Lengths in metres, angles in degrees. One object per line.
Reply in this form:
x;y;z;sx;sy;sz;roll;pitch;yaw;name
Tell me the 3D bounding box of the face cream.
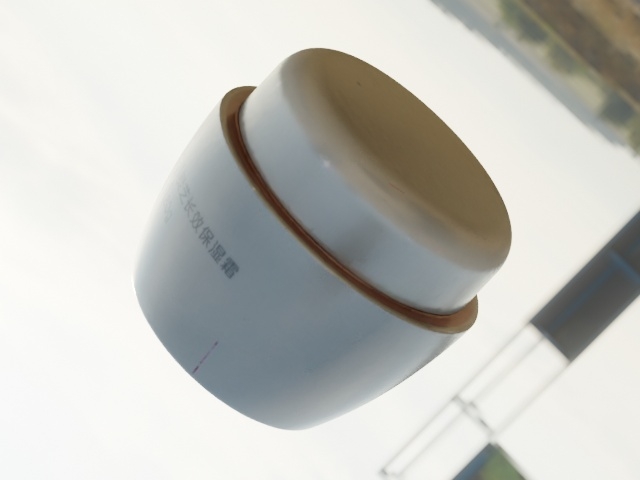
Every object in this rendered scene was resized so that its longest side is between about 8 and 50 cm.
0.000;0.000;0.591;0.117;0.104;0.117;35;-156;-18;face cream
